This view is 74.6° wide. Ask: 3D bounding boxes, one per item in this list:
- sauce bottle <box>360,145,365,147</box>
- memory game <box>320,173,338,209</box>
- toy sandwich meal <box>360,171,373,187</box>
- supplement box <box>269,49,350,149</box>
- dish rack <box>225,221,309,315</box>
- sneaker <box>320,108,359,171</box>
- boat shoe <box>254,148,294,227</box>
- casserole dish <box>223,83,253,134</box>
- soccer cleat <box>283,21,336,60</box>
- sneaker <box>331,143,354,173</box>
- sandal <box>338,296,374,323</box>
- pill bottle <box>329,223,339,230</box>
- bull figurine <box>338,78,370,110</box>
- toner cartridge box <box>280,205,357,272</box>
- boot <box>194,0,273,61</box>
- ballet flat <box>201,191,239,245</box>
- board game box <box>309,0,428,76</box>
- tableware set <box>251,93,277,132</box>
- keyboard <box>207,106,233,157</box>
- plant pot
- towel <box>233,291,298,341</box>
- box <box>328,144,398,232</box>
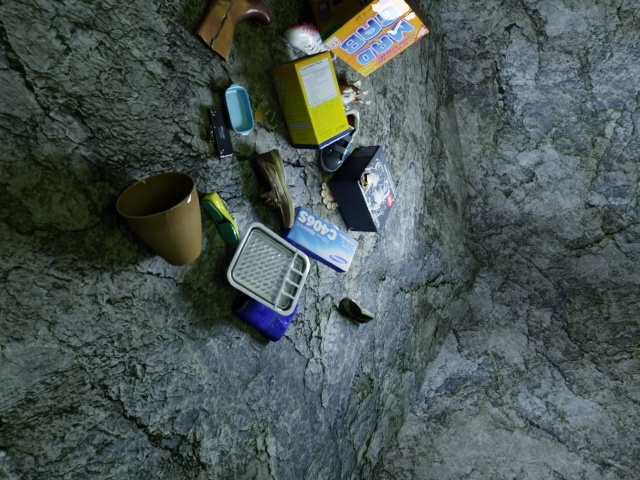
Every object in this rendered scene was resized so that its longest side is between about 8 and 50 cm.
[{"bbox_3d":[0.269,-0.496,2.360,0.128,0.042,0.042,9,87,-54],"label":"sauce bottle"},{"bbox_3d":[0.059,-0.249,2.142,0.186,0.012,0.186,-7,99,-52],"label":"memory game"},{"bbox_3d":[0.224,-0.291,2.024,0.085,0.029,0.086,-4,95,-52],"label":"toy sandwich meal"},{"bbox_3d":[-0.042,-0.595,1.805,0.194,0.195,0.357,-34,120,-29],"label":"supplement box"},{"bbox_3d":[-0.214,0.118,1.684,0.332,0.072,0.286,37,59,-29],"label":"dish rack"},{"bbox_3d":[0.094,-0.492,2.029,0.126,0.127,0.321,21,83,-15],"label":"sneaker"},{"bbox_3d":[-0.199,-0.203,1.759,0.123,0.123,0.342,-19,117,-18],"label":"boat shoe"},{"bbox_3d":[-0.320,-0.501,1.617,0.114,0.037,0.189,-31,116,-46],"label":"casserole dish"},{"bbox_3d":[-0.030,-0.874,1.874,0.331,0.116,0.143,-23,104,-49],"label":"soccer cleat"},{"bbox_3d":[0.091,-0.429,2.135,0.082,0.069,0.209,41,67,-11],"label":"sneaker"},{"bbox_3d":[0.192,0.376,2.318,0.303,0.120,0.086,42,34,-47],"label":"sandal"},{"bbox_3d":[0.025,-0.006,2.064,0.160,0.087,0.087,-51,130,-35],"label":"pill bottle"},{"bbox_3d":[0.131,-0.718,2.067,0.310,0.188,0.101,-34,136,-38],"label":"bull figurine"},{"bbox_3d":[0.000,0.000,1.941,0.347,0.075,0.165,31,69,-24],"label":"toner cartridge box"},{"bbox_3d":[-0.310,-0.795,1.553,0.264,0.096,0.281,26,74,-50],"label":"boot"},{"bbox_3d":[-0.361,-0.085,1.584,0.231,0.077,0.077,62,35,-32],"label":"ballet flat"},{"bbox_3d":[0.203,-1.043,1.873,0.356,0.356,0.357,9,61,-52],"label":"board game box"},{"bbox_3d":[-0.228,-0.520,1.741,0.104,0.024,0.154,-50,131,-36],"label":"tableware set"},{"bbox_3d":[-0.382,-0.400,1.562,0.108,0.023,0.180,-32,117,-53],"label":"keyboard"},{"bbox_3d":[-0.480,-0.049,1.340,0.237,0.237,0.254,-49,145,-37],"label":"plant pot"},{"bbox_3d":[-0.219,0.277,1.793,0.308,0.076,0.228,49,56,-42],"label":"towel"},{"bbox_3d":[0.239,-0.270,2.223,0.313,0.178,0.343,-57,135,-34],"label":"box"}]
